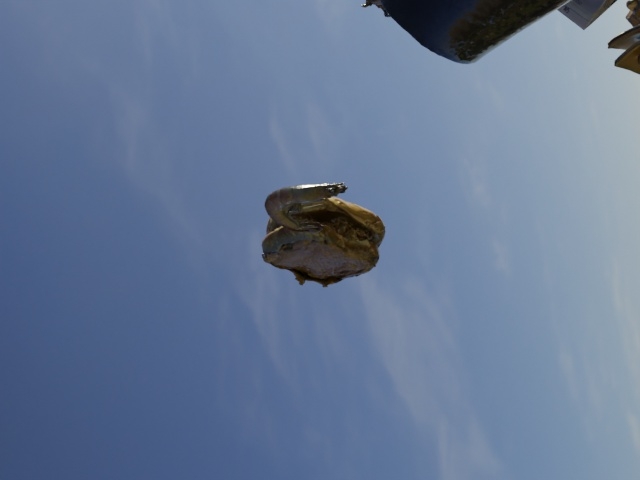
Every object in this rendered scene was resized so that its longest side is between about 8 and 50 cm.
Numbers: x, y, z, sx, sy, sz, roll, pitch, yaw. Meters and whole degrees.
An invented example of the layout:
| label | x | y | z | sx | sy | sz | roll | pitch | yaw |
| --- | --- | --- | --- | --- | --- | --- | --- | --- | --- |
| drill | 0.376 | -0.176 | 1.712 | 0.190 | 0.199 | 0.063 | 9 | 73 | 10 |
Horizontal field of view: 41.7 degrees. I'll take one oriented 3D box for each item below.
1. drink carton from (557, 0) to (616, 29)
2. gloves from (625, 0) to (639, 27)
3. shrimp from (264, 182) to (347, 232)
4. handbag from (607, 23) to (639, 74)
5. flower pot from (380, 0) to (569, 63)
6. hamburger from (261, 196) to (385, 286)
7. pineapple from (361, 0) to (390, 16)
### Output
| label | x | y | z | sx | sy | sz | roll | pitch | yaw |
| --- | --- | --- | --- | --- | --- | --- | --- | --- | --- |
| drink carton | 0.545 | -0.534 | 1.664 | 0.134 | 0.102 | 0.222 | 43 | -121 | 9 |
| gloves | 0.919 | -0.570 | 2.103 | 0.356 | 0.155 | 0.203 | 16 | -112 | -23 |
| shrimp | -0.009 | -0.040 | 1.013 | 0.083 | 0.114 | 0.023 | 52 | -145 | -41 |
| handbag | 0.804 | -0.423 | 1.652 | 0.283 | 0.401 | 0.133 | 8 | -108 | -33 |
| flower pot | 0.231 | -0.441 | 1.298 | 0.379 | 0.251 | 0.379 | 23 | -138 | -23 |
| hamburger | 0.000 | 0.000 | 2.128 | 0.318 | 0.319 | 0.158 | 45 | -139 | -52 |
| pineapple | 0.151 | -0.553 | 1.619 | 0.344 | 0.209 | 0.286 | 63 | 170 | -30 |
